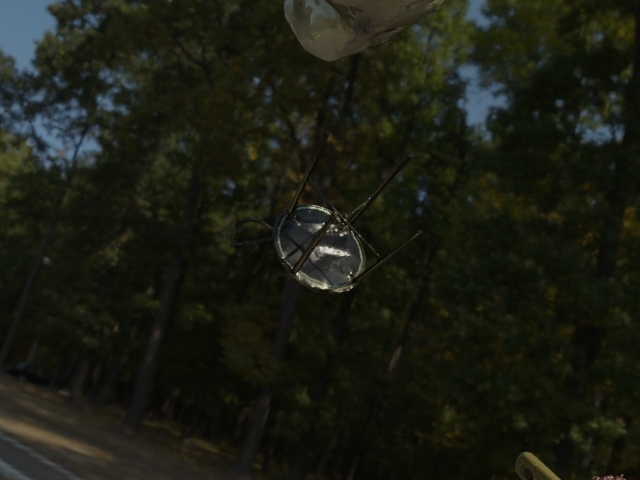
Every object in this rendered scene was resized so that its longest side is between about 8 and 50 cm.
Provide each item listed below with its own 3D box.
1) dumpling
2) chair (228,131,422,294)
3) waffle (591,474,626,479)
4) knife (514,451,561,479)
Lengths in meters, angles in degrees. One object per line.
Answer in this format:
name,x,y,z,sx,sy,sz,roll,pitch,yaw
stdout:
dumpling,0.057,-0.340,0.898,0.187,0.243,0.318,-9,-30,-29
chair,0.000,0.000,1.273,0.159,0.170,0.326,12,-35,-25
waffle,0.345,0.317,1.087,0.075,0.083,0.029,-3,-41,26
knife,0.259,0.258,0.708,0.017,0.047,0.298,-3,30,-36
